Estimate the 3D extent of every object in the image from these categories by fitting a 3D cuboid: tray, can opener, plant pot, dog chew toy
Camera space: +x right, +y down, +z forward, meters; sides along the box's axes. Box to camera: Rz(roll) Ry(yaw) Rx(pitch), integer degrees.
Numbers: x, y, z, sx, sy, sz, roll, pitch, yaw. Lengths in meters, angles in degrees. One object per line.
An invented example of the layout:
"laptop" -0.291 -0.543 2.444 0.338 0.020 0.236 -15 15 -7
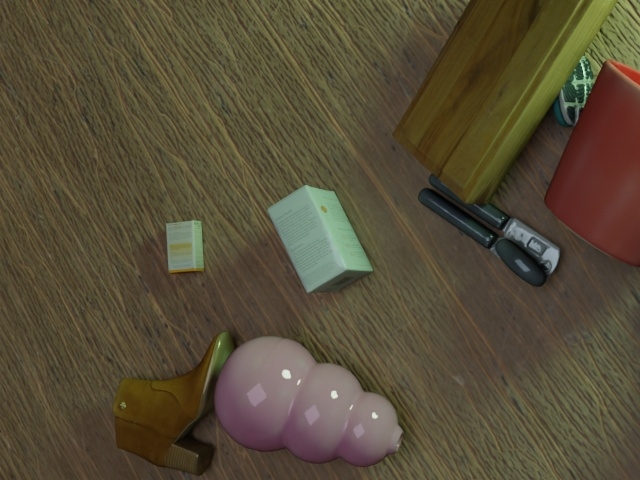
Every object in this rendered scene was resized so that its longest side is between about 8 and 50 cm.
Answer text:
"tray" 0.295 -0.284 1.867 0.203 0.076 0.411 47 119 32
"can opener" 0.286 -0.026 1.930 0.280 0.093 0.074 38 103 25
"plant pot" 0.495 -0.110 1.763 0.275 0.275 0.243 39 112 20
"dog chew toy" -0.016 0.297 1.986 0.331 0.206 0.207 19 95 15

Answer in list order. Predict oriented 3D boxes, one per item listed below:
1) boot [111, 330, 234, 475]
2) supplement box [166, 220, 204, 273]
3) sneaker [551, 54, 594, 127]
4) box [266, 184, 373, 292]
"boot" -0.288 0.287 2.147 0.211 0.104 0.295 17 98 23
"supplement box" -0.262 0.013 2.187 0.062 0.036 0.099 -5 85 23
"sneaker" 0.379 -0.311 1.912 0.110 0.107 0.275 -30 70 39
"box" 0.000 0.000 2.024 0.091 0.130 0.171 -31 75 19
